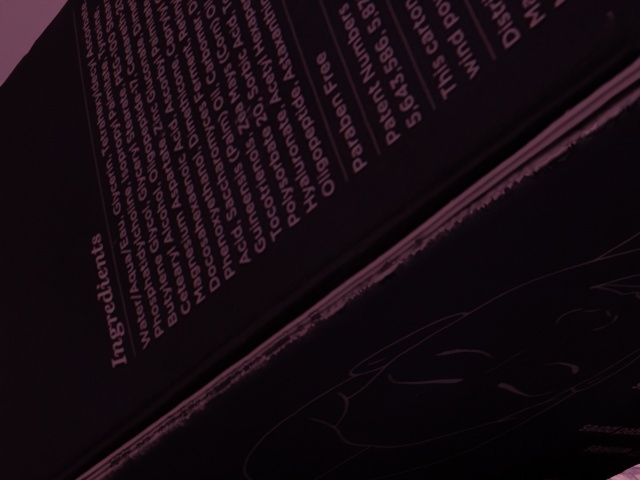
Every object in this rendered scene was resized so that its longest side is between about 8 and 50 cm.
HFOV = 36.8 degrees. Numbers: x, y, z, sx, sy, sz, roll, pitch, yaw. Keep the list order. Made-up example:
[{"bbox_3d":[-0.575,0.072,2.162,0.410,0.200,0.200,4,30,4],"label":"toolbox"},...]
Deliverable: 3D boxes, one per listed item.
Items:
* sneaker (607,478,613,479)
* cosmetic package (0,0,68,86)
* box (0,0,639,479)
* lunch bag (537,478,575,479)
[{"bbox_3d":[0.268,0.248,0.912,0.076,0.065,0.166,24,10,-11],"label":"sneaker"},{"bbox_3d":[-0.418,-0.176,0.909,0.394,0.329,0.327,28,10,40],"label":"cosmetic package"},{"bbox_3d":[0.103,-0.025,0.609,0.480,0.472,0.297,14,47,-43],"label":"box"},{"bbox_3d":[0.278,0.272,0.636,0.293,0.120,0.258,29,6,41],"label":"lunch bag"}]
